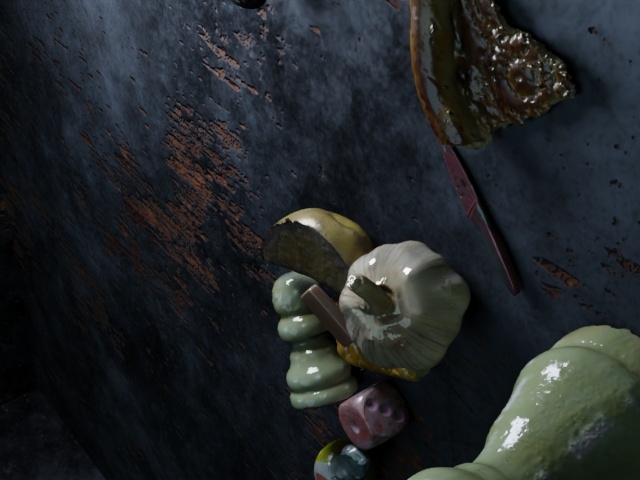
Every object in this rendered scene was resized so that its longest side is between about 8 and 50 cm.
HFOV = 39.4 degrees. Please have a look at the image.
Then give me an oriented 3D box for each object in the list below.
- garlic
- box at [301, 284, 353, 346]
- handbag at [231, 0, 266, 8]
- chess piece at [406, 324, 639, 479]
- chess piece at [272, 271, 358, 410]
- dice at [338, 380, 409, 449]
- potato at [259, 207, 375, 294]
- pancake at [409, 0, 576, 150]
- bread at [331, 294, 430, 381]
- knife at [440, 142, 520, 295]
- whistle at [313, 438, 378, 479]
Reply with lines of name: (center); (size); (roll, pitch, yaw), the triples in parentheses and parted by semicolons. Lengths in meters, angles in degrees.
garlic: (0.101, 0.088, 1.274); (0.199, 0.226, 0.199); (-5, 78, 25)
box: (0.018, 0.124, 1.473); (0.115, 0.025, 0.048); (48, 147, 3)
handbag: (-0.136, -0.514, 1.338); (0.275, 0.088, 0.244); (51, 137, 17)
chess piece: (0.229, 0.292, 1.037); (0.234, 0.442, 0.234); (35, 139, 39)
chess piece: (-0.024, 0.175, 1.635); (0.133, 0.133, 0.243); (-10, 98, 57)
dice: (0.094, 0.308, 1.572); (0.093, 0.091, 0.094); (61, 147, 6)
potato: (0.000, 0.000, 1.483); (0.243, 0.098, 0.138); (23, 139, 39)
pancake: (0.200, -0.226, 1.092); (0.244, 0.057, 0.266); (24, 129, 46)
bread: (0.098, 0.155, 1.486); (0.188, 0.068, 0.125); (8, 117, 53)
knife: (0.218, -0.037, 1.235); (0.247, 0.018, 0.035); (66, 151, 4)
whistle: (0.047, 0.430, 1.671); (0.123, 0.123, 0.223); (56, 162, 15)
